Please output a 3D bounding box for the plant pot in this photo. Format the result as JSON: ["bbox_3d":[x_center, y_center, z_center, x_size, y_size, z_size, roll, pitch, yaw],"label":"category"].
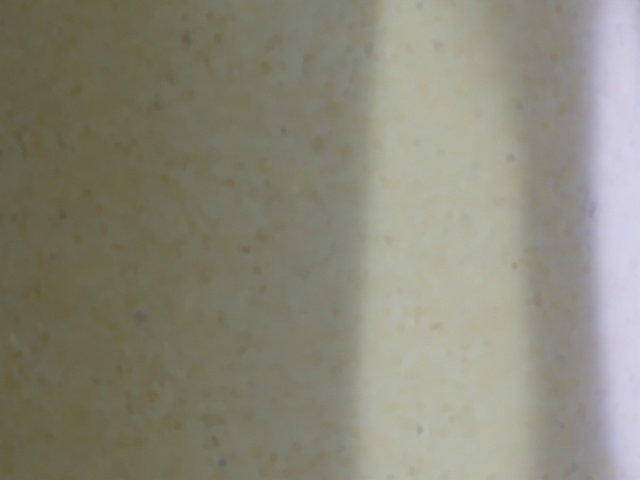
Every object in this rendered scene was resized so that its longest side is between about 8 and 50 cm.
[{"bbox_3d":[0.000,0.000,0.533,0.334,0.334,0.305,-6,107,-24],"label":"plant pot"}]
